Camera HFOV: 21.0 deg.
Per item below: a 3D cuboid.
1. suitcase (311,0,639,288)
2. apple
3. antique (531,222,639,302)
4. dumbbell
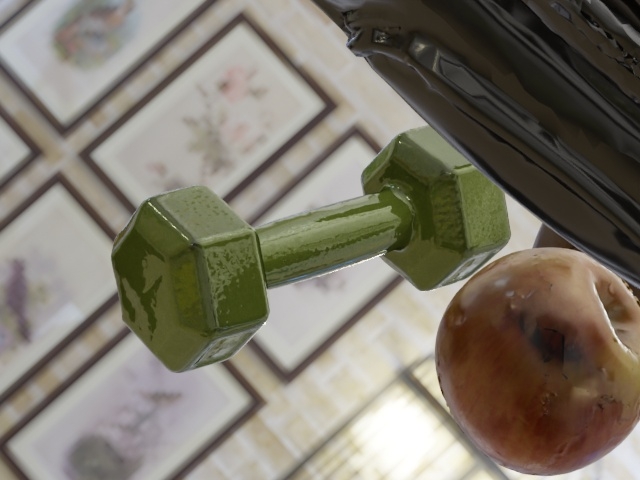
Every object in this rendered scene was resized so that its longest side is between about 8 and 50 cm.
[{"bbox_3d":[0.148,-0.135,0.631,0.345,0.339,0.188,40,-45,-9],"label":"suitcase"},{"bbox_3d":[0.143,0.073,1.083,0.146,0.146,0.146,48,-5,6],"label":"apple"},{"bbox_3d":[0.303,0.007,1.560,0.223,0.278,0.129,26,32,-40],"label":"antique"},{"bbox_3d":[0.000,0.000,1.211,0.121,0.302,0.108,-45,-112,48],"label":"dumbbell"}]
